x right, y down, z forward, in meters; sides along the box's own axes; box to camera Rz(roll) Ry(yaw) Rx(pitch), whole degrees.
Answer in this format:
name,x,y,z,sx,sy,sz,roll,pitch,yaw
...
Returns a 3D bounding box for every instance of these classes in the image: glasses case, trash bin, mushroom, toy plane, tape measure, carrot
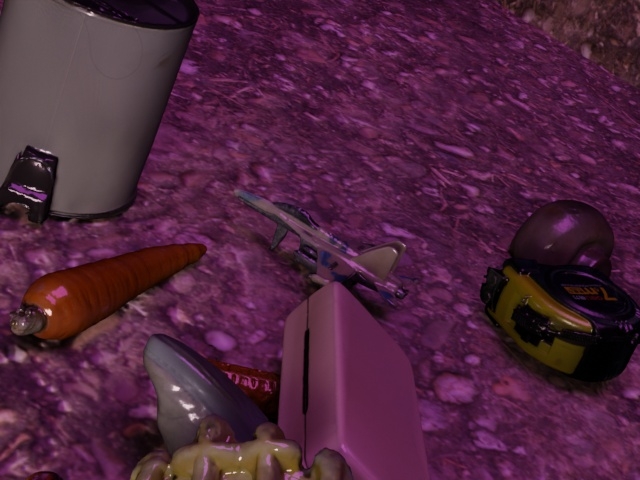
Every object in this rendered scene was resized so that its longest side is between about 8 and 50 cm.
name,x,y,z,sx,sy,sz,roll,pitch,yaw
glasses case,0.031,0.169,1.046,0.144,0.076,0.336,49,15,-16
trash bin,-0.288,-0.191,1.306,0.217,0.262,0.277,21,28,-8
mushroom,0.383,-0.003,1.690,0.188,0.117,0.141,-13,33,-43
toy plane,-0.003,0.010,1.389,0.262,0.088,0.192,22,21,17
tape measure,0.328,0.108,1.443,0.199,0.112,0.186,2,28,-27
carrot,-0.218,0.041,1.177,0.069,0.069,0.336,33,26,15

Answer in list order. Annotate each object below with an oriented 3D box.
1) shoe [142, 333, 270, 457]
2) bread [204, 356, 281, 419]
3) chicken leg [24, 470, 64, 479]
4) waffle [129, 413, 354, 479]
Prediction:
name,x,y,z,sx,sy,sz,roll,pitch,yaw
shoe,-0.086,0.196,0.984,0.251,0.100,0.103,47,1,2
bread,-0.075,0.153,1.113,0.157,0.044,0.052,14,24,-20
chicken leg,-0.053,0.284,0.847,0.407,0.096,0.158,25,16,15
waffle,-0.072,0.270,0.742,0.309,0.056,0.292,-39,59,-17
